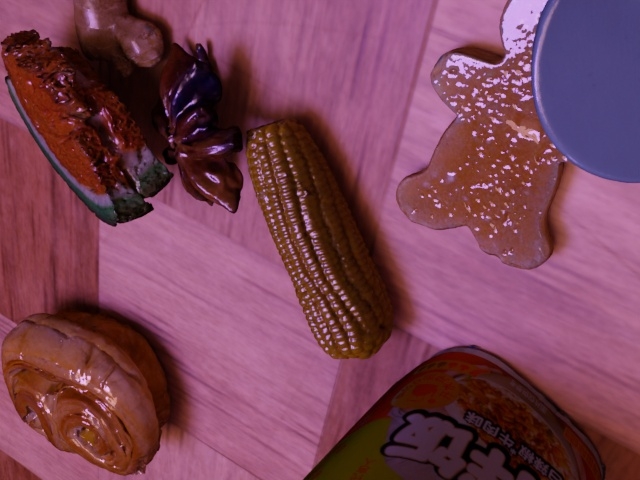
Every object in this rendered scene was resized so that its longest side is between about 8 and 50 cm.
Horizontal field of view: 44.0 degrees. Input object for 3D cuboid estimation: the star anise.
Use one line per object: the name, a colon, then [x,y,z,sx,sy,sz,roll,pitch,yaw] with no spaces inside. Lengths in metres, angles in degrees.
star anise: [-0.113,-0.095,0.721,0.168,0.057,0.168,38,134,55]

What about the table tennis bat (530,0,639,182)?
table tennis bat: [0.199,-0.150,0.485,0.149,0.038,0.237,-9,110,12]

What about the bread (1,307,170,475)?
bread: [-0.292,0.184,0.990,0.236,0.120,0.198,14,125,27]

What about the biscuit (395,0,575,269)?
biscuit: [0.148,-0.087,0.585,0.153,0.030,0.234,27,128,16]

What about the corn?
corn: [0.000,0.000,0.713,0.080,0.080,0.231,-14,103,39]

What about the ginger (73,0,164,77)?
ginger: [-0.228,-0.253,0.730,0.193,0.052,0.176,22,132,24]

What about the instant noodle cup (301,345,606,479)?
instant noodle cup: [0.081,0.263,0.654,0.293,0.308,0.294,17,126,25]

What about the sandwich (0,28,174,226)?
sandwich: [-0.232,-0.124,0.764,0.235,0.079,0.159,34,147,44]
